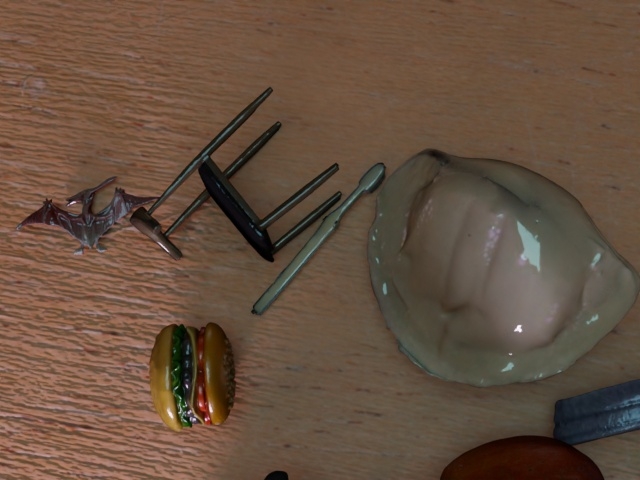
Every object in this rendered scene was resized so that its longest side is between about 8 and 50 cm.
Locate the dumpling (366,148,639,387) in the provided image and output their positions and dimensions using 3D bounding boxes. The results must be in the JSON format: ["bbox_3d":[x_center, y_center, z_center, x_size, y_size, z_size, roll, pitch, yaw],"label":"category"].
[{"bbox_3d":[0.217,0.039,1.723,0.395,0.233,0.315,38,89,24],"label":"dumpling"}]

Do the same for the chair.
[{"bbox_3d":[-0.118,-0.052,1.787,0.272,0.188,0.166,-39,79,-5],"label":"chair"}]

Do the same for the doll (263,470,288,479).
[{"bbox_3d":[-0.021,0.496,1.659,0.382,0.252,0.378,-6,80,11],"label":"doll"}]

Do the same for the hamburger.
[{"bbox_3d":[-0.180,0.192,1.765,0.115,0.162,0.162,-4,80,3],"label":"hamburger"}]

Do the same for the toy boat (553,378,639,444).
[{"bbox_3d":[0.455,0.226,1.714,0.283,0.127,0.078,-15,80,7],"label":"toy boat"}]

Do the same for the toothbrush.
[{"bbox_3d":[-0.002,-0.002,1.842,0.294,0.028,0.026,-47,59,-3],"label":"toothbrush"}]

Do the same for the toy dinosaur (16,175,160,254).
[{"bbox_3d":[-0.348,-0.035,1.879,0.220,0.032,0.108,-10,76,-6],"label":"toy dinosaur"}]

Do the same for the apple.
[{"bbox_3d":[0.274,0.368,1.660,0.234,0.234,0.234,-1,81,5],"label":"apple"}]
